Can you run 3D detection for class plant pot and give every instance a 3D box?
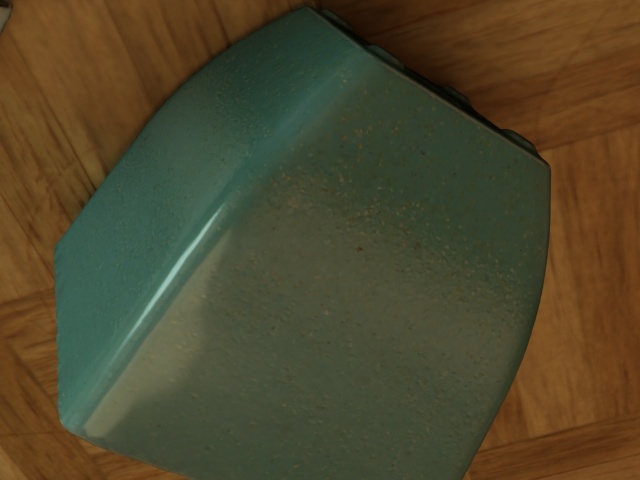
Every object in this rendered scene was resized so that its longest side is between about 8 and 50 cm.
[{"bbox_3d":[0.000,0.000,0.632,0.248,0.247,0.252,27,105,-25],"label":"plant pot"}]

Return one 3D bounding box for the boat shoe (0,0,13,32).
[{"bbox_3d":[-0.289,-0.174,0.569,0.226,0.083,0.076,29,109,-39],"label":"boat shoe"}]
